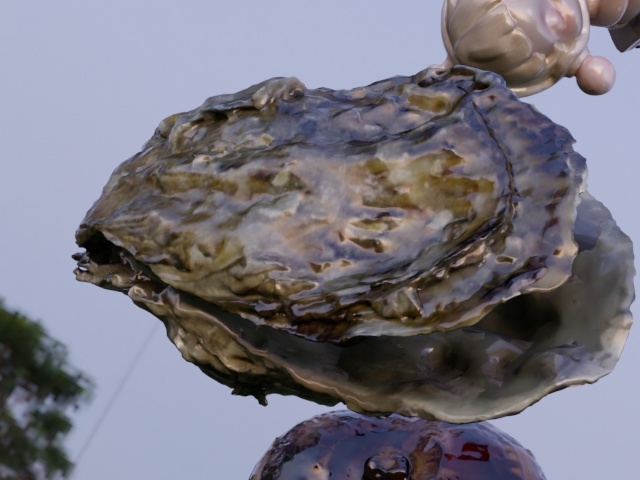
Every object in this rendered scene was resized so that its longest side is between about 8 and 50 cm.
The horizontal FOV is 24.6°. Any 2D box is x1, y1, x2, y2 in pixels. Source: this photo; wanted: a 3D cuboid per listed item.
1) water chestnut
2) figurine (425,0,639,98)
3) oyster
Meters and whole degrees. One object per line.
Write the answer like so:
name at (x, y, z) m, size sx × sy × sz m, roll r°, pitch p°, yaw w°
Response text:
water chestnut at (0.072, 0.289, 1.307) m, size 0.300 × 0.300 × 0.300 m, roll 26°, pitch -19°, yaw 9°
figurine at (0.211, -0.222, 1.393) m, size 0.144 × 0.257 × 0.182 m, roll 8°, pitch -64°, yaw 68°
oyster at (-0.005, 0.001, 0.723) m, size 0.351 × 0.162 × 0.158 m, roll 1°, pitch -67°, yaw 47°
